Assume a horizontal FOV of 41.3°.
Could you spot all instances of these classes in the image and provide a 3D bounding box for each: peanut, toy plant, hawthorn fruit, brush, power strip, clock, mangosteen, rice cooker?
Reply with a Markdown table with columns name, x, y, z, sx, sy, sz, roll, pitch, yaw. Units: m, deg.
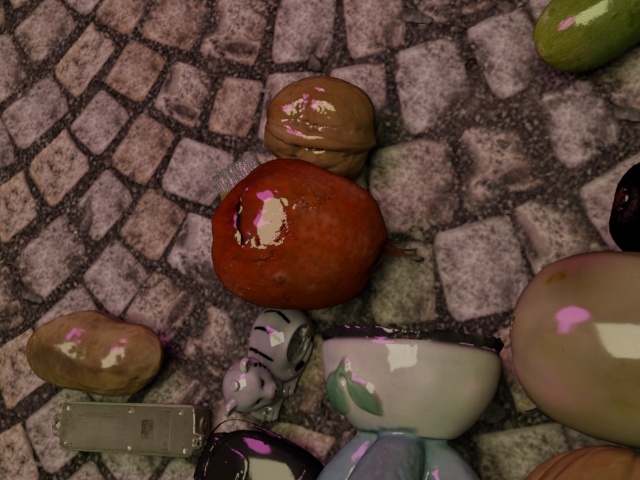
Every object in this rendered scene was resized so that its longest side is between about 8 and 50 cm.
| name | x | y | z | sx | sy | sz | roll | pitch | yaw |
| --- | --- | --- | --- | --- | --- | --- | --- | --- | --- |
| peanut | -0.341 | 0.173 | 1.304 | 0.224 | 0.129 | 0.129 | 9 | 82 | 16 |
| toy plant | 0.100 | 0.276 | 1.025 | 0.247 | 0.247 | 0.332 | 0 | 75 | 23 |
| hawthorn fruit | 0.000 | 0.000 | 1.160 | 0.299 | 0.211 | 0.211 | 11 | 81 | -5 |
| brush | -0.098 | -0.036 | 1.310 | 0.083 | 0.011 | 0.205 | -31 | 69 | 13 |
| power strip | -0.286 | 0.286 | 1.293 | 0.272 | 0.052 | 0.078 | -3 | 77 | 23 |
| clock | -0.077 | 0.167 | 1.195 | 0.080 | 0.117 | 0.176 | 21 | 86 | 25 |
| mangosteen | 0.431 | -0.033 | 1.030 | 0.151 | 0.137 | 0.137 | 12 | 81 | -10 |
| rice cooker | -0.076 | 0.331 | 1.156 | 0.203 | 0.118 | 0.142 | 27 | 90 | 25 |

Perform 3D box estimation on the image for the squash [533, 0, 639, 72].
| name | x | y | z | sx | sy | sz | roll | pitch | yaw |
| --- | --- | --- | --- | --- | --- | --- | --- | --- | --- |
| squash | 0.445 | -0.341 | 1.092 | 0.371 | 0.118 | 0.118 | -31 | 68 | 10 |

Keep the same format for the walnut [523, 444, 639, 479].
| name | x | y | z | sx | sy | sz | roll | pitch | yaw |
| --- | --- | --- | --- | --- | --- | --- | --- | --- | --- |
| walnut | 0.308 | 0.355 | 0.930 | 0.225 | 0.225 | 0.260 | 16 | 91 | 25 |

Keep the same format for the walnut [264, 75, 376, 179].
| name | x | y | z | sx | sy | sz | roll | pitch | yaw |
| --- | --- | --- | --- | --- | --- | --- | --- | --- | --- |
| walnut | 0.001 | -0.161 | 1.228 | 0.167 | 0.149 | 0.166 | 5 | 112 | 13 |

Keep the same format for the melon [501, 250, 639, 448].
| name | x | y | z | sx | sy | sz | roll | pitch | yaw |
| --- | --- | --- | --- | --- | --- | --- | --- | --- | --- |
| melon | 0.366 | 0.122 | 0.958 | 0.317 | 0.223 | 0.223 | 8 | 81 | 21 |
